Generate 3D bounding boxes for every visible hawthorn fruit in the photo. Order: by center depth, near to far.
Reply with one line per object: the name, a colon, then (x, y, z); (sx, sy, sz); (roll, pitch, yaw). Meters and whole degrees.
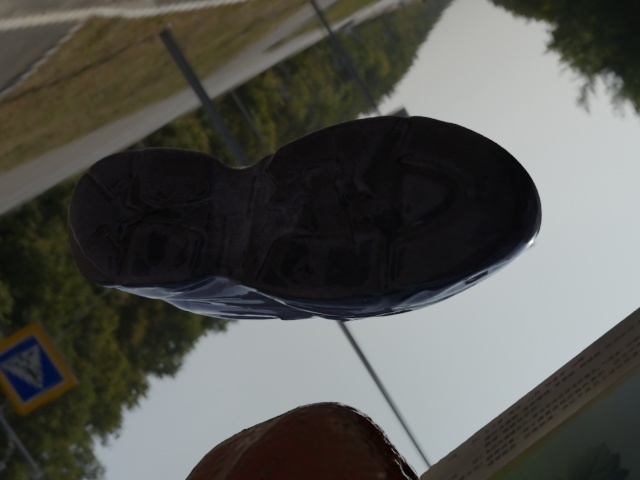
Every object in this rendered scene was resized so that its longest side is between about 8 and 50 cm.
hawthorn fruit: (-0.036, 0.276, 0.880); (0.254, 0.254, 0.300); (-23, 177, 43)

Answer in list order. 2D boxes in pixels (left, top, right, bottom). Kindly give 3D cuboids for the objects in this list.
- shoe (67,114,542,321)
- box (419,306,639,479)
shoe: (0.000, 0.000, 0.576); (0.245, 0.095, 0.138); (-2, 168, 23)
box: (0.196, 0.103, 0.479); (0.260, 0.175, 0.062); (-40, -173, 12)
